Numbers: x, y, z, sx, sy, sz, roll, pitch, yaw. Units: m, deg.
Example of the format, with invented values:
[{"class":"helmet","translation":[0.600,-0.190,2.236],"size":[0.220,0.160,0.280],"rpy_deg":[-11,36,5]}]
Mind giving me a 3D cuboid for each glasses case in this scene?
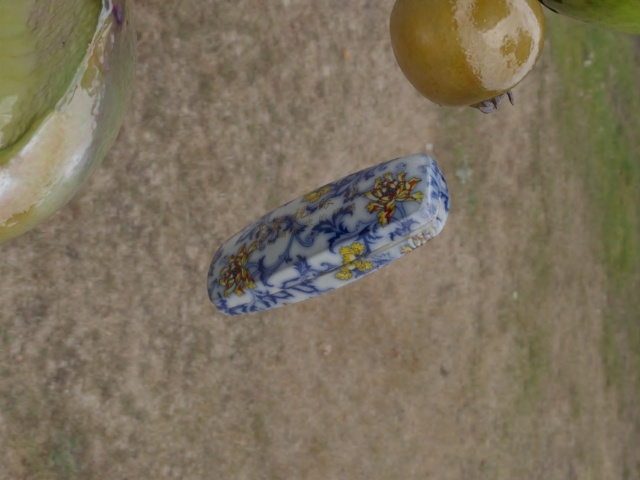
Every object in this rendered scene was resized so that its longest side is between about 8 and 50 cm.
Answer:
[{"class":"glasses case","translation":[0.000,0.000,0.800],"size":[0.065,0.248,0.086],"rpy_deg":[41,38,-37]}]

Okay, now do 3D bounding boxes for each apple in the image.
[{"class":"apple","translation":[-0.185,-0.117,0.619],"size":[0.120,0.193,0.265],"rpy_deg":[34,29,-45]}]

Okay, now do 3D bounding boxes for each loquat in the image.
[{"class":"loquat","translation":[0.140,-0.198,0.873],"size":[0.137,0.163,0.163],"rpy_deg":[-56,133,-38]}]

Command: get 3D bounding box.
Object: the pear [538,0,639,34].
[{"class":"pear","translation":[0.222,-0.268,0.602],"size":[0.255,0.238,0.164],"rpy_deg":[-34,142,0]}]
